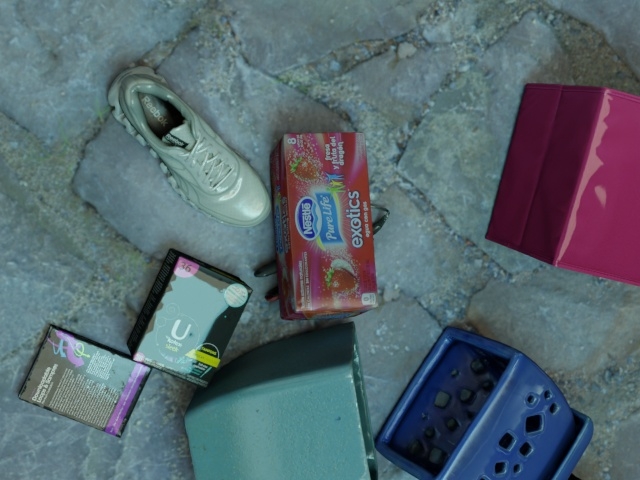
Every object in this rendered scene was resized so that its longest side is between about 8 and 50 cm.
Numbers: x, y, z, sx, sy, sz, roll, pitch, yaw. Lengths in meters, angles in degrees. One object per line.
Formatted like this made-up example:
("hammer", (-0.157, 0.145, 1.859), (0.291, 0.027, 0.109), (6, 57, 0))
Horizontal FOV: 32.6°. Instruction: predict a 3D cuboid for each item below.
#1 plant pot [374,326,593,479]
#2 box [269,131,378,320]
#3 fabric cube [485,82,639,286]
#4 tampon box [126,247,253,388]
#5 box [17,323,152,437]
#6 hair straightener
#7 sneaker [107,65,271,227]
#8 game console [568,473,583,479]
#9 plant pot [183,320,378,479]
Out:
("plant pot", (0.258, 0.295, 1.662), (0.212, 0.236, 0.236), (36, 83, -20))
("box", (0.002, -0.018, 1.572), (0.123, 0.128, 0.256), (-2, 81, -13))
("fabric cube", (0.437, -0.080, 1.649), (0.254, 0.259, 0.258), (12, 96, -17))
("tampon box", (-0.191, 0.111, 1.585), (0.121, 0.101, 0.161), (24, 90, -17))
("box", (-0.342, 0.204, 1.596), (0.162, 0.029, 0.116), (25, 90, -18))
("hair straightener", (0.000, 0.000, 1.650), (0.230, 0.047, 0.089), (-29, 104, -10))
("sneaker", (-0.181, -0.123, 1.551), (0.292, 0.118, 0.110), (44, 83, -17))
("game console", (0.273, 0.473, 1.634), (0.387, 0.342, 0.060), (-24, 99, -11))
("plant pot", (-0.056, 0.278, 1.582), (0.252, 0.247, 0.247), (-8, 100, 4))
